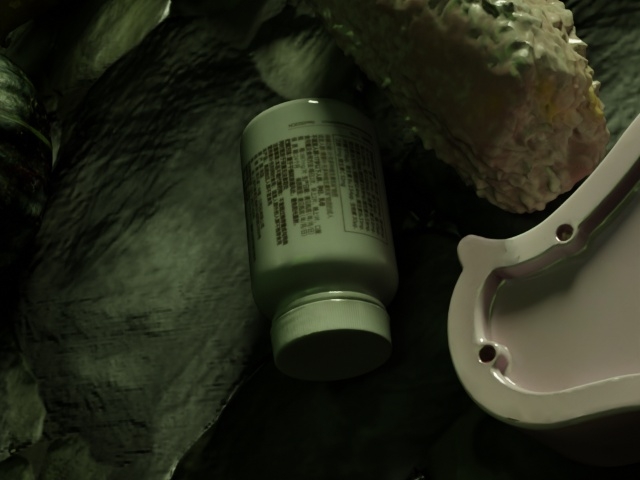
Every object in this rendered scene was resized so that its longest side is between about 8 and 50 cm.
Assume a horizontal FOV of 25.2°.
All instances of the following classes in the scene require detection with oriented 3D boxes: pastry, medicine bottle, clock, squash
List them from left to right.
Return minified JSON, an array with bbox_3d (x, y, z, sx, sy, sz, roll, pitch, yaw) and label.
[{"bbox_3d":[-0.267,-0.049,0.939,0.193,0.156,0.193,-1,88,21],"label":"squash"},{"bbox_3d":[0.000,0.000,0.769,0.079,0.079,0.140,-23,57,25],"label":"medicine bottle"},{"bbox_3d":[0.057,-0.133,0.775,0.103,0.112,0.265,-47,47,22],"label":"pastry"},{"bbox_3d":[0.207,0.055,0.594,0.275,0.080,0.290,-32,51,19],"label":"clock"}]

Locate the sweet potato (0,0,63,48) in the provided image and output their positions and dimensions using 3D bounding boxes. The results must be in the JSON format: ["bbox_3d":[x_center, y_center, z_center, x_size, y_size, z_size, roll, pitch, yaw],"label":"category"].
[{"bbox_3d":[-0.157,-0.253,1.013,0.269,0.075,0.075,-50,49,1],"label":"sweet potato"}]
